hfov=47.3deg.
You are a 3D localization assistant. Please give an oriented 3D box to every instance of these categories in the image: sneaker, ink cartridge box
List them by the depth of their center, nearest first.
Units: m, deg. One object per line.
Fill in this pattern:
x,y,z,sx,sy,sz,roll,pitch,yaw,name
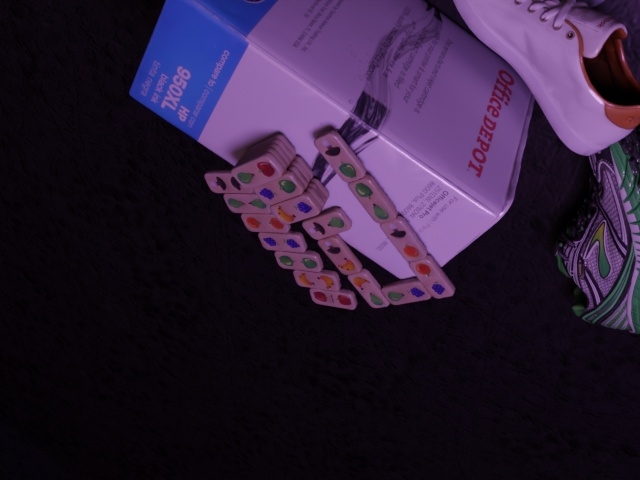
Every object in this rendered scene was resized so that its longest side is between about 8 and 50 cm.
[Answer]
0.253,-0.237,0.785,0.290,0.106,0.123,51,153,0,sneaker
0.032,-0.176,0.847,0.394,0.286,0.166,34,135,-6,ink cartridge box
0.370,-0.008,0.948,0.146,0.134,0.344,0,126,28,sneaker

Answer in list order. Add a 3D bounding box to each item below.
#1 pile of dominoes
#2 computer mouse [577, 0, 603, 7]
0.000,0.000,0.795,0.195,0.040,0.251,-17,123,42,pile of dominoes
0.256,-0.331,0.790,0.106,0.042,0.193,-28,112,37,computer mouse
